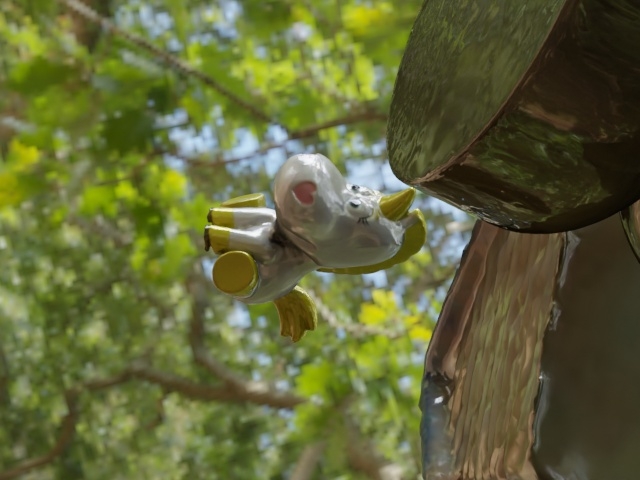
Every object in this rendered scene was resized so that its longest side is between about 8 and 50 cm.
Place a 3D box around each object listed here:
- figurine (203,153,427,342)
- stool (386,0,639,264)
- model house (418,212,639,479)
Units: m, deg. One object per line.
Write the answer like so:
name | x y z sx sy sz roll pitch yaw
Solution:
figurine | -0.003 -0.006 1.245 0.178 0.129 0.109 -34 -153 24
stool | 0.185 -0.052 0.679 0.179 0.264 0.179 -58 -163 30
model house | 0.261 0.202 1.051 0.400 0.395 0.445 138 -37 -74
